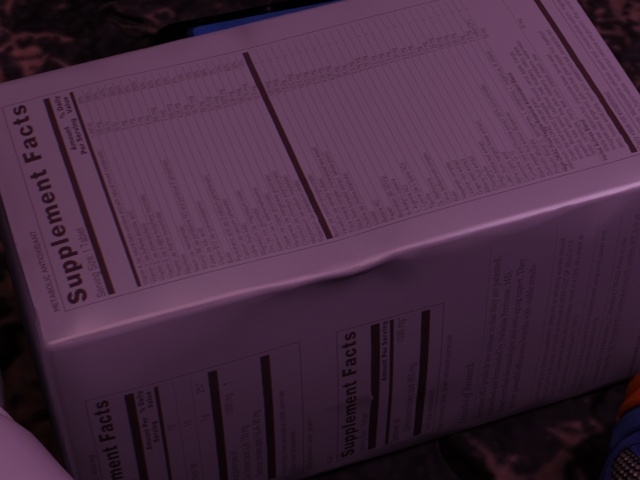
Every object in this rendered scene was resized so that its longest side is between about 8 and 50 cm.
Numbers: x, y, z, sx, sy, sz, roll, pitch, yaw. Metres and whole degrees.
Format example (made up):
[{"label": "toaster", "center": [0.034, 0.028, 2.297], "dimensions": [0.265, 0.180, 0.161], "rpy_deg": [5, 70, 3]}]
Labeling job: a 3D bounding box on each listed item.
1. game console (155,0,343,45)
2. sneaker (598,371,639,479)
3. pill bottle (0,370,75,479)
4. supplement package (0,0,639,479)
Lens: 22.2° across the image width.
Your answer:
[{"label": "game console", "center": [-0.014, -0.099, 0.784], "dimensions": [0.122, 0.107, 0.071], "rpy_deg": [-13, 79, -9]}, {"label": "sneaker", "center": [0.196, 0.130, 0.588], "dimensions": [0.221, 0.083, 0.087], "rpy_deg": [24, 68, 27]}, {"label": "pill bottle", "center": [-0.243, 0.047, 0.575], "dimensions": [0.204, 0.204, 0.361], "rpy_deg": [-36, 57, -25]}, {"label": "supplement package", "center": [0.000, 0.000, 0.654], "dimensions": [0.244, 0.134, 0.139], "rpy_deg": [-15, 51, -11]}]
